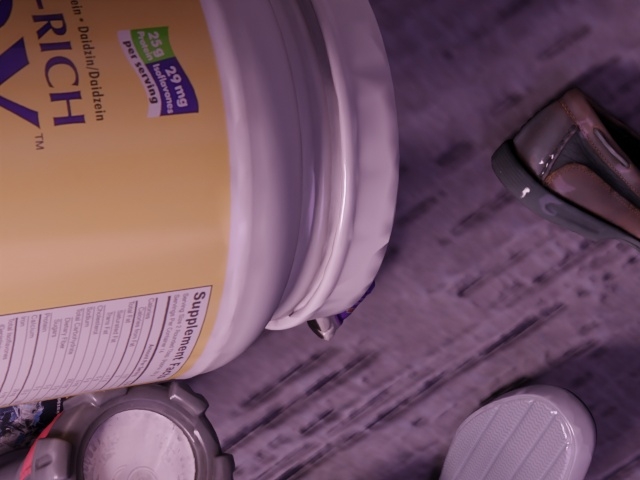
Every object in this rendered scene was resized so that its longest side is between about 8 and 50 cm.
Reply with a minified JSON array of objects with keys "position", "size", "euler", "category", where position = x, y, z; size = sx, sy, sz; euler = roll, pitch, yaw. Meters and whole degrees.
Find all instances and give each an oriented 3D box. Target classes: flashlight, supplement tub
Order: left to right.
[{"position":[-0.155,-0.040,0.840],"size":[0.331,0.241,0.241],"euler":[-8,141,-26],"category":"supplement tub"},{"position":[-0.140,0.144,1.031],"size":[0.103,0.103,0.304],"euler":[33,160,-10],"category":"flashlight"}]

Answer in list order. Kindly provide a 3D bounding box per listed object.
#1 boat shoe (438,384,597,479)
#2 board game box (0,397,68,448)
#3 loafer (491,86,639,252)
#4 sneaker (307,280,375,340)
[{"position":[0.162,0.208,1.507],"size":[0.094,0.109,0.302],"euler":[-22,157,-35],"category":"boat shoe"},{"position":[-0.217,0.151,1.213],"size":[0.165,0.042,0.243],"euler":[-12,142,-21],"category":"board game box"},{"position":[0.237,-0.037,1.239],"size":[0.267,0.096,0.084],"euler":[15,121,-42],"category":"loafer"},{"position":[0.000,0.000,1.166],"size":[0.071,0.068,0.170],"euler":[-39,155,-10],"category":"sneaker"}]
